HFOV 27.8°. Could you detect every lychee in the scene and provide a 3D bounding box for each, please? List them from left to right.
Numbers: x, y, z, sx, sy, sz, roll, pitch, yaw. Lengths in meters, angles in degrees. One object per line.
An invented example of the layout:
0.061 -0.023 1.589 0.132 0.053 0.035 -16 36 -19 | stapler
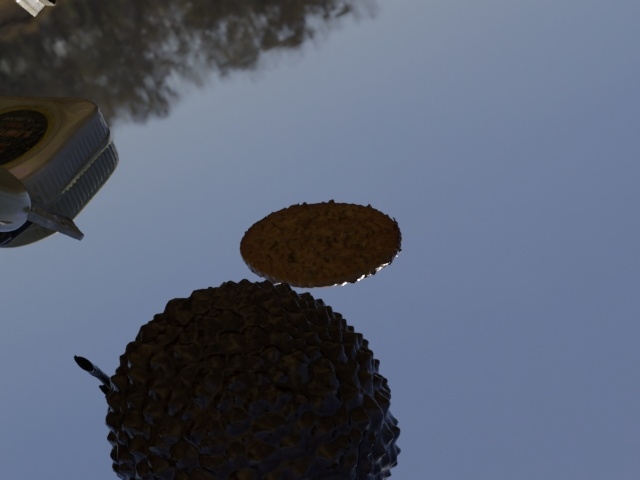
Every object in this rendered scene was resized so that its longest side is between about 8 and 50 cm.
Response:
-0.052 0.162 1.137 0.267 0.267 0.267 -24 -166 6 | lychee

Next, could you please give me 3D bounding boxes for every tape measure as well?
-0.420 -0.080 1.671 0.271 0.133 0.231 8 -136 28 | tape measure

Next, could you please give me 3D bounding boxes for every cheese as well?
-0.312 -0.042 1.252 0.054 0.127 0.251 -51 151 5 | cheese

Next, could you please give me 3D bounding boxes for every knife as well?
-0.207 0.172 1.383 0.021 0.222 0.045 -43 -120 -4 | knife

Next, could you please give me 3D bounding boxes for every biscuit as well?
0.000 0.000 1.957 0.254 0.035 0.254 -4 -151 2 | biscuit

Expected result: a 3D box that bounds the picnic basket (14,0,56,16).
-0.328 -0.319 1.336 0.079 0.164 0.115 -44 -176 0 | picnic basket
